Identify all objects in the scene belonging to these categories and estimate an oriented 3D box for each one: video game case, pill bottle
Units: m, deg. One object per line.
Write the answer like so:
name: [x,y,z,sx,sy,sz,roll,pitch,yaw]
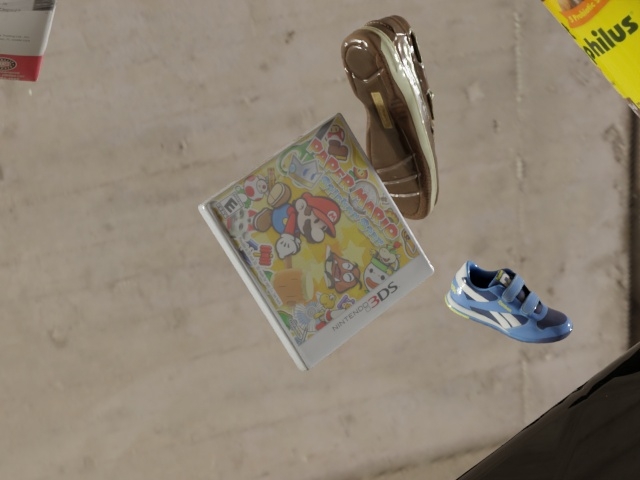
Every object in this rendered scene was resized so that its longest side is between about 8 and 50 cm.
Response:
video game case: [0.000,0.000,1.487,0.206,0.026,0.227,-36,-78,-22]
pill bottle: [0.223,-0.195,0.942,0.117,0.117,0.215,-41,-87,8]

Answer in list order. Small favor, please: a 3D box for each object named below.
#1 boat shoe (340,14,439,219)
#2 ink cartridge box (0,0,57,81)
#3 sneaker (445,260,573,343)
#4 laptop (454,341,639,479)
boat shoe: [0.107,-0.150,1.553,0.095,0.095,0.257,-41,-50,-35]
ink cartridge box: [-0.314,-0.243,1.136,0.158,0.092,0.218,2,-29,-20]
sneaker: [0.209,0.068,1.411,0.144,0.053,0.059,20,-58,13]
laptop: [0.252,0.287,0.695,0.382,0.408,0.236,-30,-48,-29]
